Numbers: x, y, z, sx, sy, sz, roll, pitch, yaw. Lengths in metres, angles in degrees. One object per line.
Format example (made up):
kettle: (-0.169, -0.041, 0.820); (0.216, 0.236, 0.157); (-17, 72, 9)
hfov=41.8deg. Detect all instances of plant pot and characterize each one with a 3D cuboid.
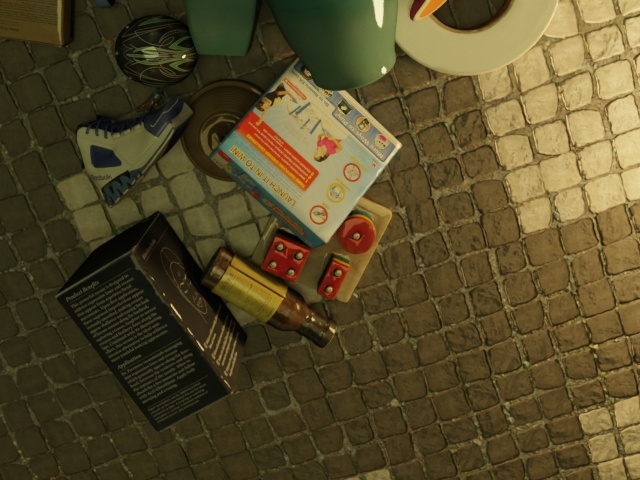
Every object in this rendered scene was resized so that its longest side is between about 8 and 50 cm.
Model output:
plant pot: (-0.205, -0.239, 1.880); (0.238, 0.109, 0.237); (1, 108, 2)
plant pot: (0.040, -0.454, 1.686); (0.272, 0.271, 0.255); (-16, 126, 7)
plant pot: (-0.203, -0.516, 1.764); (0.166, 0.165, 0.234); (3, 114, 1)

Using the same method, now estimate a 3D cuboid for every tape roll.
tape roll: (0.308, -0.545, 1.774); (0.392, 0.072, 0.391); (1, 110, 3)

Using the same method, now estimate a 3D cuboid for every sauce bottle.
sauce bottle: (-0.120, 0.146, 2.005); (0.344, 0.111, 0.111); (34, 107, -11)

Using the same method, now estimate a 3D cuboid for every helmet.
helmet: (-0.350, -0.406, 1.799); (0.170, 0.161, 0.169); (1, 109, 2)

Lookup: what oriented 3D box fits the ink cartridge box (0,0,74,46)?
ink cartridge box: (-0.656, -0.534, 1.808); (0.235, 0.088, 0.193); (8, 110, -1)

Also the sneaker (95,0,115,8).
sneaker: (-0.439, -0.612, 1.776); (0.091, 0.081, 0.232); (4, 108, 9)

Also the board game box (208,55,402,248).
board game box: (-0.028, -0.195, 1.815); (0.308, 0.086, 0.302); (42, 69, -11)

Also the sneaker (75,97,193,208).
sneaker: (-0.444, -0.223, 1.863); (0.182, 0.127, 0.315); (44, 123, -8)

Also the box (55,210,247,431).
box: (-0.372, 0.180, 1.932); (0.212, 0.293, 0.395); (-29, 105, 11)

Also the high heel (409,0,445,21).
high heel: (0.235, -0.571, 1.706); (0.117, 0.082, 0.244); (48, 123, 20)

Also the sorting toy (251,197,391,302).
sorting toy: (0.000, 0.000, 1.963); (0.257, 0.089, 0.255); (24, 108, -6)

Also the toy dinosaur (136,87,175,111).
toy dinosaur: (-0.373, -0.330, 1.893); (0.090, 0.047, 0.082); (14, 91, 8)
